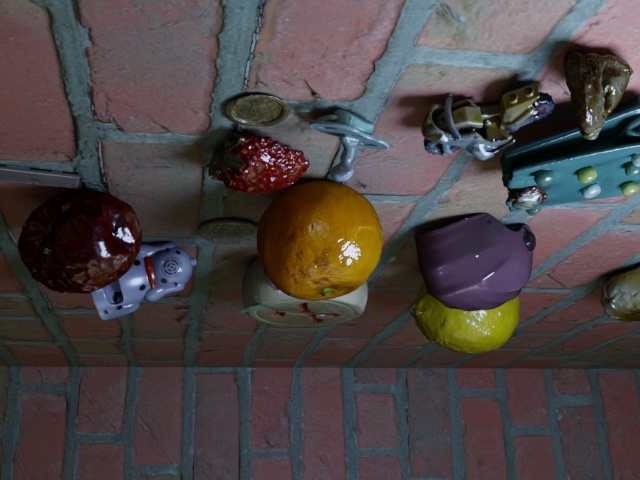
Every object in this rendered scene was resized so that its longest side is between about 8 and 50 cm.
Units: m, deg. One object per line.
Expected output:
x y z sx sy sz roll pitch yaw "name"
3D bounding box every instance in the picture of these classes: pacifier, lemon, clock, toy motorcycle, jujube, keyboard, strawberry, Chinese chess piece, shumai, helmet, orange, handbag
0.039 -0.160 1.393 0.126 0.117 0.150 16 -179 43 "pacifier"
0.390 0.181 2.185 0.310 0.254 0.253 5 160 -13 "lemon"
-0.428 0.078 1.982 0.253 0.189 0.189 -15 162 -8 "clock"
0.263 -0.197 1.333 0.229 0.094 0.129 -19 153 29 "toy motorcycle"
-0.486 0.006 1.661 0.232 0.213 0.213 -7 161 36 "jujube"
-0.556 -0.126 1.578 0.165 0.017 0.055 6 155 -20 "keyboard"
-0.099 -0.130 1.500 0.208 0.087 0.167 8 157 -31 "strawberry"
-0.042 0.132 2.167 0.337 0.141 0.338 -2 160 -1 "Chinese chess piece"
0.418 -0.229 1.227 0.139 0.123 0.105 31 134 -34 "shumai"
0.383 0.072 1.958 0.271 0.197 0.338 -20 153 37 "helmet"
0.000 0.000 1.661 0.261 0.261 0.261 -2 161 -1 "orange"
0.464 -0.124 1.450 0.274 0.100 0.269 -15 166 7 "handbag"

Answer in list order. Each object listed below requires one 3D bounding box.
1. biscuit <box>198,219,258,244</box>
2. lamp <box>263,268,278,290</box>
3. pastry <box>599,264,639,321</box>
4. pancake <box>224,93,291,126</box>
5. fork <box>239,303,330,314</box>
-0.212 -0.020 1.899 0.152 0.020 0.152 0 161 0 "biscuit"
-0.033 0.043 1.936 0.214 0.121 0.121 -25 152 25 "lamp"
0.948 0.148 2.300 0.329 0.136 0.330 -2 162 0 "pastry"
-0.106 -0.218 1.361 0.114 0.011 0.115 -2 159 -1 "pancake"
-0.089 0.176 2.062 0.235 0.021 0.039 2 164 -10 "fork"
